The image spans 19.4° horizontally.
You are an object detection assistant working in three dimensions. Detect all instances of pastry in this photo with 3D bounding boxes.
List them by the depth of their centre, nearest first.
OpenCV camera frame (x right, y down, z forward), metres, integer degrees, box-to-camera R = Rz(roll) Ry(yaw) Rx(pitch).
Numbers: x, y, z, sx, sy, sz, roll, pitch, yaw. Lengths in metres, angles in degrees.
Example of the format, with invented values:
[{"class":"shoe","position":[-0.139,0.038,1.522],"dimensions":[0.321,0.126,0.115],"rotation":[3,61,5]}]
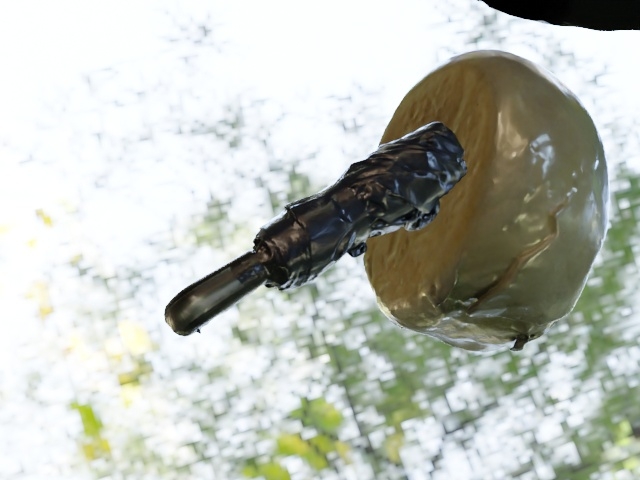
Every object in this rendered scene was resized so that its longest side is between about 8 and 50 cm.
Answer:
[{"class":"pastry","position":[0.131,-0.029,1.551],"dimensions":[0.265,0.133,0.265],"rotation":[-35,-135,45]}]

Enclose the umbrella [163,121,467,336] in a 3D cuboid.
[{"class":"umbrella","position":[0.002,-0.002,1.302],"dimensions":[0.071,0.248,0.071],"rotation":[40,-31,30]}]

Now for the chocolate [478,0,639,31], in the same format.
[{"class":"chocolate","position":[0.185,-0.332,1.537],"dimensions":[0.225,0.340,0.210],"rotation":[-46,-147,36]}]
